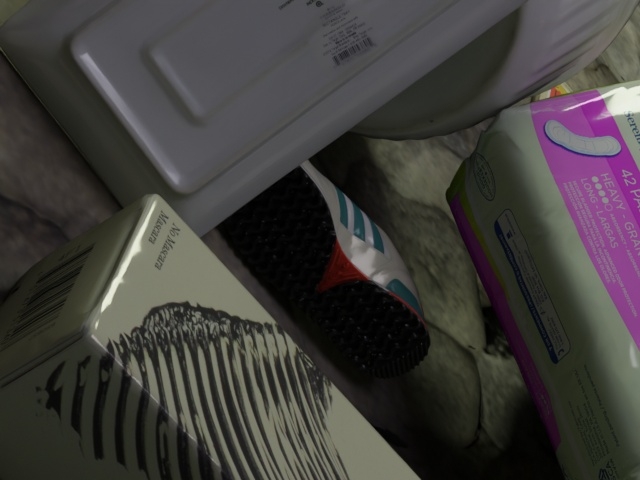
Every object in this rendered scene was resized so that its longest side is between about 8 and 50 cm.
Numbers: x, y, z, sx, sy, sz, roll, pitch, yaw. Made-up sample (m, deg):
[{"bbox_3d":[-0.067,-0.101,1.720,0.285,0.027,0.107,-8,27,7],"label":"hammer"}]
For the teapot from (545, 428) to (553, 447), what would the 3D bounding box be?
[{"bbox_3d":[0.234,0.095,1.197,0.252,0.187,0.256,22,58,0],"label":"teapot"}]

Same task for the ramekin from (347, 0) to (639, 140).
[{"bbox_3d":[0.042,-0.178,1.069,0.273,0.273,0.127,55,43,-9],"label":"ramekin"}]

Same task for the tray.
[{"bbox_3d":[-0.009,-0.122,0.941,0.145,0.270,0.030,54,2,-12],"label":"tray"}]

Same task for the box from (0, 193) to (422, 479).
[{"bbox_3d":[-0.029,0.120,0.857,0.275,0.094,0.113,47,32,-21],"label":"box"}]

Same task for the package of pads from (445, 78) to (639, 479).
[{"bbox_3d":[0.240,0.011,1.080,0.296,0.101,0.229,-12,64,-20],"label":"package of pads"}]

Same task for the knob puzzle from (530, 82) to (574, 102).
[{"bbox_3d":[0.209,-0.021,1.401,0.213,0.030,0.213,37,38,-35],"label":"knob puzzle"}]

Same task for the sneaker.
[{"bbox_3d":[0.000,0.000,1.058,0.161,0.057,0.075,49,15,-16],"label":"sneaker"}]
